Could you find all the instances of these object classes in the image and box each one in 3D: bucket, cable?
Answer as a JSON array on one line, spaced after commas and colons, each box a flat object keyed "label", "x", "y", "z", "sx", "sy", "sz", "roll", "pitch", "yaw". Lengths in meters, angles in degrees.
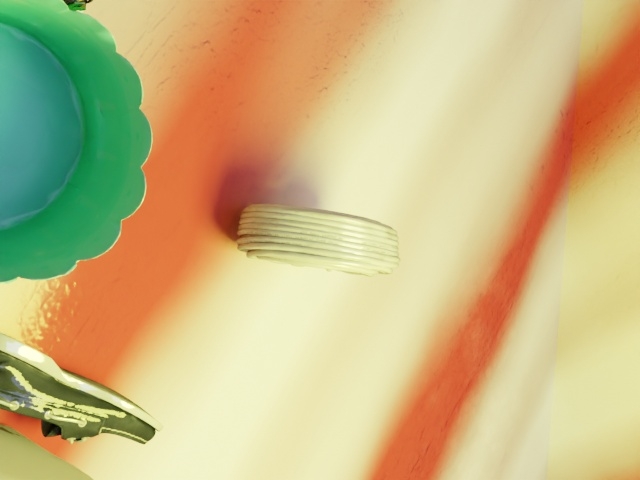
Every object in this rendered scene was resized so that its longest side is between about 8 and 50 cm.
[{"label": "bucket", "x": -0.323, "y": -0.106, "z": 0.811, "sx": 0.281, "sy": 0.183, "sz": 0.281, "roll": -7, "pitch": 103, "yaw": -33}, {"label": "cable", "x": 0.000, "y": 0.000, "z": 1.272, "sx": 0.257, "sy": 0.257, "sz": 0.089, "roll": 12, "pitch": 86, "yaw": -48}]

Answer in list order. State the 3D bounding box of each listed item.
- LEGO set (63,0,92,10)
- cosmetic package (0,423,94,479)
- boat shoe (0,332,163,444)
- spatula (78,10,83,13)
[{"label": "LEGO set", "x": -0.314, "y": -0.342, "z": 0.812, "sx": 0.254, "sy": 0.331, "sz": 0.192, "roll": -2, "pitch": 101, "yaw": -21}, {"label": "cosmetic package", "x": -0.447, "y": 0.384, "z": 0.821, "sx": 0.327, "sy": 0.329, "sz": 0.394, "roll": 35, "pitch": 73, "yaw": -46}, {"label": "boat shoe", "x": -0.340, "y": 0.212, "z": 1.069, "sx": 0.302, "sy": 0.114, "sz": 0.091, "roll": 38, "pitch": 70, "yaw": -33}, {"label": "spatula", "x": -0.330, "y": -0.379, "z": 0.990, "sx": 0.168, "sy": 0.019, "sz": 0.242, "roll": 4, "pitch": 97, "yaw": -49}]
